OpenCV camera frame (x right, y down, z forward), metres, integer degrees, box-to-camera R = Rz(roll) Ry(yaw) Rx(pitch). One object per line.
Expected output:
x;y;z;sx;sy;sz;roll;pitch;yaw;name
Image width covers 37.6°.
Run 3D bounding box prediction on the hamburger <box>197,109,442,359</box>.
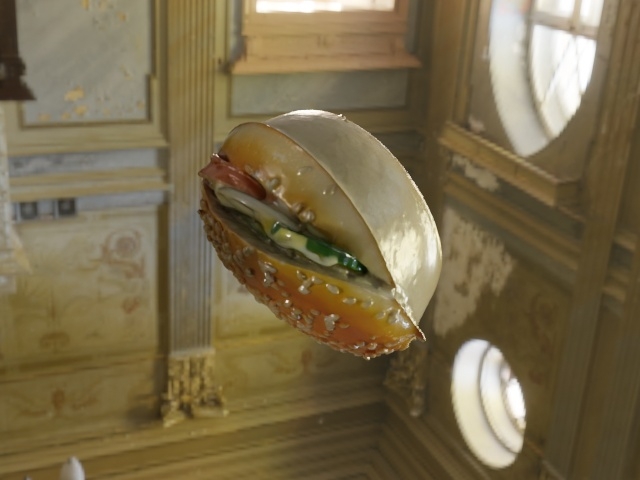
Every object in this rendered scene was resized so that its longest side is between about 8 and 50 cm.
-0.003;-0.001;0.764;0.147;0.237;0.237;-43;-139;-16;hamburger
